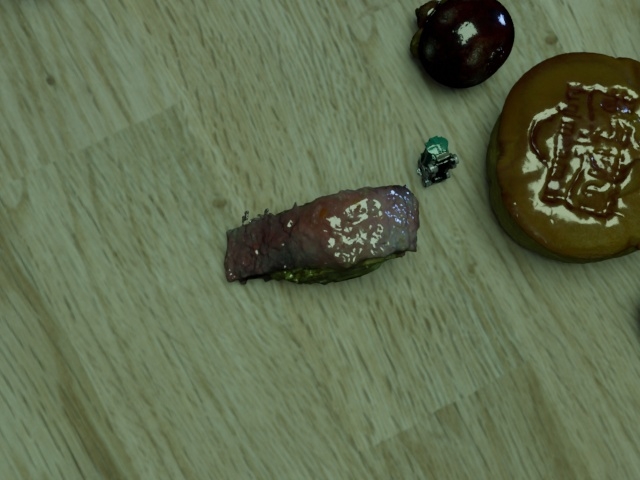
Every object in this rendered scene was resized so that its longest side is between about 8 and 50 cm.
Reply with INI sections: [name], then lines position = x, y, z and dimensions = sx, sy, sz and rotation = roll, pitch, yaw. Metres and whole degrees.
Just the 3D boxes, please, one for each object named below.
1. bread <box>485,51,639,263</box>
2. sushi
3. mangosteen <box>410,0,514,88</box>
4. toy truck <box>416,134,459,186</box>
[bread]
position = 0.334, -0.097, 1.362
dimensions = 0.270, 0.148, 0.269
rotation = 1, 80, -6
[sushi]
position = 0.005, -0.003, 1.304
dimensions = 0.241, 0.161, 0.107
rotation = -8, 83, -8
[mangosteen]
position = 0.175, -0.263, 1.394
dimensions = 0.140, 0.140, 0.140
rotation = 1, 81, -6
[toy truck]
position = 0.145, -0.100, 1.377
dimensions = 0.039, 0.083, 0.044
rotation = -22, 77, -9
